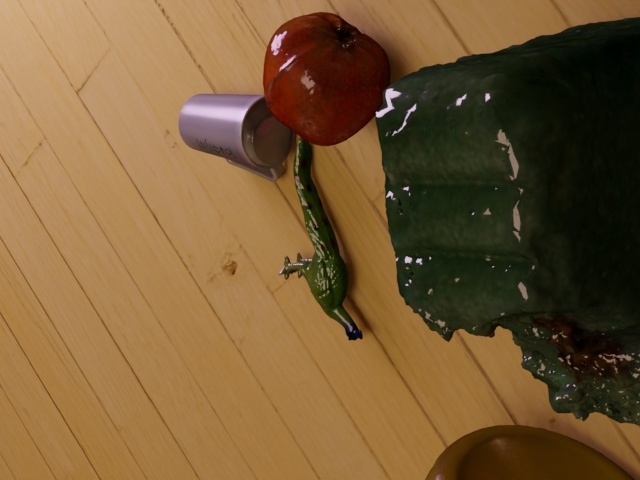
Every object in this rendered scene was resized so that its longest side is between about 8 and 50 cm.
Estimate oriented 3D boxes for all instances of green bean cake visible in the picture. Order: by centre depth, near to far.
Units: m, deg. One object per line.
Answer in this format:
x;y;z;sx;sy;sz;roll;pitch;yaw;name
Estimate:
0.191;-0.002;0.978;0.169;0.308;0.300;0;106;45;green bean cake

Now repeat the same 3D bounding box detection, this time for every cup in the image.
-0.081;-0.106;1.368;0.116;0.074;0.104;11;143;44;cup

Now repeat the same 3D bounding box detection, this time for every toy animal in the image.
-0.012;0.004;1.363;0.075;0.041;0.216;-13;94;44;toy animal

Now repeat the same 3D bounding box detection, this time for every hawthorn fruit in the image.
0.004;-0.150;1.233;0.128;0.128;0.128;18;119;37;hawthorn fruit

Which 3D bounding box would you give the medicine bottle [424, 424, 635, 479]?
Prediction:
0.154;0.378;1.231;0.224;0.224;0.384;37;129;26;medicine bottle
